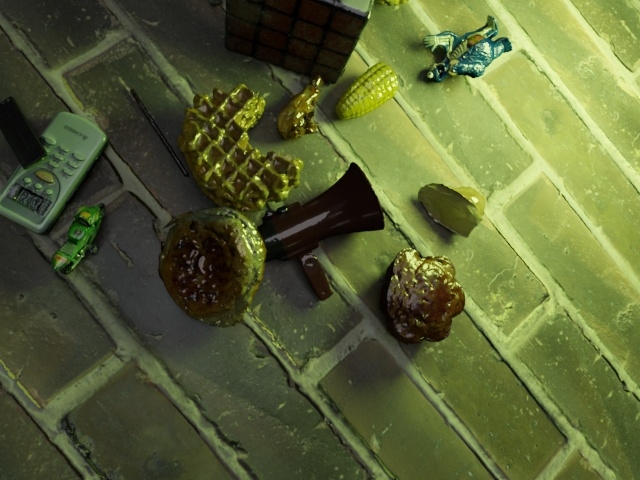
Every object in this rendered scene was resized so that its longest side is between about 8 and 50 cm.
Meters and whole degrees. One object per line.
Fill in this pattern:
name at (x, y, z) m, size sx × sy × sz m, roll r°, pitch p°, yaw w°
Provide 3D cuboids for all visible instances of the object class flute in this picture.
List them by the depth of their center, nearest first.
flute at (-0.417, -0.279, 1.258) m, size 0.014 × 0.014 × 0.269 m, roll -33°, pitch 89°, yaw -16°

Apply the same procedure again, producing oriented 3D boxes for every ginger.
ginger at (0.383, -0.119, 1.393) m, size 0.193 × 0.115 × 0.122 m, roll 35°, pitch 53°, yaw 2°

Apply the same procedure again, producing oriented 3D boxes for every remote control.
remote control at (-0.638, -0.166, 1.165) m, size 0.140 × 0.056 × 0.296 m, roll 30°, pitch 76°, yaw -9°

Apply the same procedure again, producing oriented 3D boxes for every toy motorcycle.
toy motorcycle at (-0.558, -0.010, 1.132) m, size 0.074 × 0.106 × 0.190 m, roll 25°, pitch 75°, yaw -8°

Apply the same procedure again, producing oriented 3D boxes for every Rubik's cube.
Rubik's cube at (-0.042, -0.666, 1.244) m, size 0.344 × 0.344 × 0.337 m, roll 16°, pitch 77°, yaw -12°

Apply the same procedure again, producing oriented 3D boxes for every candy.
candy at (0.122, -0.409, 1.371) m, size 0.199 × 0.094 × 0.106 m, roll -38°, pitch 92°, yaw -9°

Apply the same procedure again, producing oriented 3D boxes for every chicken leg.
chicken leg at (-0.039, -0.364, 1.326) m, size 0.101 × 0.085 × 0.207 m, roll 23°, pitch 71°, yaw 18°

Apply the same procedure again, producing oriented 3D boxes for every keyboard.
keyboard at (-0.716, -0.258, 1.151) m, size 0.067 × 0.011 × 0.202 m, roll -37°, pitch 73°, yaw -5°

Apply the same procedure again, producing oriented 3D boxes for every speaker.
speaker at (0.002, -0.015, 1.276) m, size 0.329 × 0.198 × 0.259 m, roll -30°, pitch 127°, yaw -2°

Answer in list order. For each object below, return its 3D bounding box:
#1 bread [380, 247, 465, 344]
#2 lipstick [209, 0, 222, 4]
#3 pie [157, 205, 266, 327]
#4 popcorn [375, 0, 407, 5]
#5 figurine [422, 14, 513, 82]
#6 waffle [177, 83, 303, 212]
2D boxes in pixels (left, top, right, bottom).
bread at (0.268, 0.157, 1.288) m, size 0.232 × 0.135 × 0.246 m, roll 11°, pitch 78°, yaw -12°
lipstick at (-0.309, -0.725, 1.343) m, size 0.040 × 0.040 × 0.141 m, roll -18°, pitch 85°, yaw -16°
pie at (-0.260, 0.050, 1.172) m, size 0.308 × 0.085 × 0.308 m, roll 1°, pitch 94°, yaw 15°
popcorn at (0.212, -0.802, 1.418) m, size 0.189 × 0.169 × 0.218 m, roll -30°, pitch 99°, yaw -10°
figurine at (0.435, -0.554, 1.464) m, size 0.262 × 0.121 × 0.164 m, roll -19°, pitch 79°, yaw 1°
waffle at (-0.201, -0.224, 1.212) m, size 0.261 × 0.151 × 0.324 m, roll -28°, pitch 73°, yaw -13°
